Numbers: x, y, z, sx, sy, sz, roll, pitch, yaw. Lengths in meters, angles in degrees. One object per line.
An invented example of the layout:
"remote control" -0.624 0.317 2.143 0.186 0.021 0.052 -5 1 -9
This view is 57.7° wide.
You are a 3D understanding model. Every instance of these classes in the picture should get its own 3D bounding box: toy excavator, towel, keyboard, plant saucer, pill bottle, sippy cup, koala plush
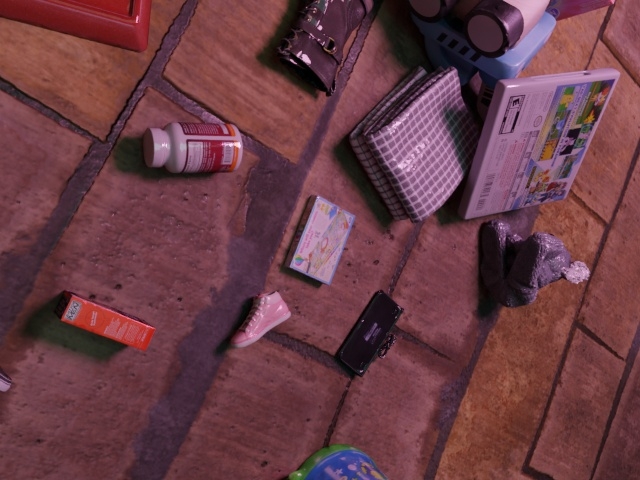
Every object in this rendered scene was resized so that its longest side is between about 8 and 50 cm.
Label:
"toy excavator" 0.384 -0.392 1.290 0.433 0.445 0.222 38 71 14
"towel" 0.221 -0.210 1.240 0.284 0.121 0.235 -46 116 -22
"keyboard" 0.116 0.207 1.261 0.108 0.023 0.180 42 72 -21
"plant saucer" -0.375 -0.450 0.886 0.258 0.047 0.259 6 89 -33
"pill bottle" -0.216 -0.157 0.984 0.152 0.086 0.086 -5 96 -32
"sippy cup" 0.080 0.552 1.141 0.305 0.224 0.240 -8 98 -32
"koala plush" 0.528 0.058 1.427 0.221 0.196 0.203 -4 107 -33

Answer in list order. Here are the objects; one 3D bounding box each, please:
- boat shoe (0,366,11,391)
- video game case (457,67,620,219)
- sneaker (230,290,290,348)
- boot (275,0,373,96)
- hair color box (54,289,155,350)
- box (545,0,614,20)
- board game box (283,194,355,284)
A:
"boat shoe" -0.501 0.163 0.846 0.040 0.049 0.142 -47 113 -22
"video game case" 0.467 -0.205 1.265 0.299 0.036 0.329 -11 133 -20
"sneaker" -0.122 0.142 1.087 0.134 0.051 0.070 -31 108 -31
"boot" -0.020 -0.431 1.088 0.263 0.091 0.229 38 73 -31
"hair color box" -0.344 0.128 0.929 0.141 0.072 0.043 29 78 -31
"box" 0.509 -0.585 1.292 0.142 0.300 0.154 41 72 -28
"board game box" 0.000 0.000 1.168 0.103 0.026 0.154 27 79 -31
